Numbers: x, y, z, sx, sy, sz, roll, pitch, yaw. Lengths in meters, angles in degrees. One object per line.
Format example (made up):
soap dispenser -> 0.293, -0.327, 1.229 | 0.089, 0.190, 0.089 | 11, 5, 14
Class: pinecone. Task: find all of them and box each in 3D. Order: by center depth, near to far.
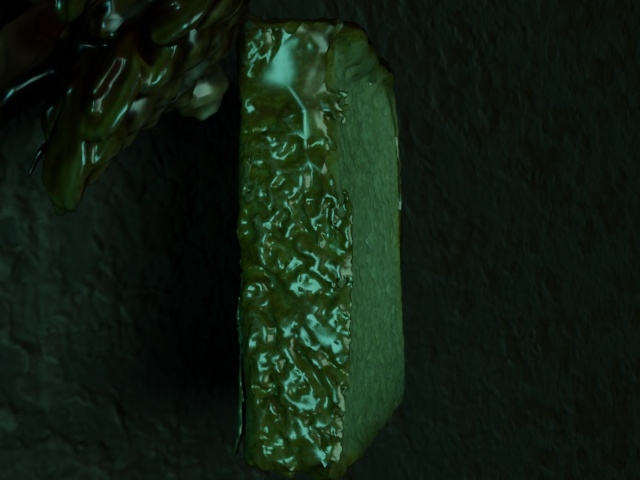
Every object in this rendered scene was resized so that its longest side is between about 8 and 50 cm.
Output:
pinecone -> -0.142, -0.150, 0.498 | 0.264, 0.264, 0.264 | -3, 94, -40

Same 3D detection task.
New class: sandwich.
sandwich -> -0.001, 0.000, 0.672 | 0.226, 0.087, 0.251 | -12, 102, -75
